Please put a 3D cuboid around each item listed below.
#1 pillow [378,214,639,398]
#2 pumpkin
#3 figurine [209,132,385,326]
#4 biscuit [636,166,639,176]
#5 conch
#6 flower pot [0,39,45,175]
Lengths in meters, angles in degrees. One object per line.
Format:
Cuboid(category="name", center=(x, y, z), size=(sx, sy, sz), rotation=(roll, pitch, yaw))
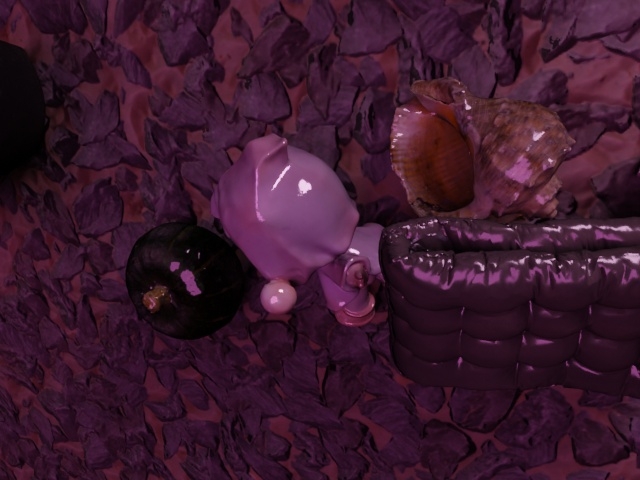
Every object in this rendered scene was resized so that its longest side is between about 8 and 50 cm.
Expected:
Cuboid(category="pillow", center=(0.229, 0.073, 0.418), size=(0.327, 0.101, 0.228), rotation=(-3, 134, 11))
Cuboid(category="pumpkin", center=(-0.185, 0.058, 0.578), size=(0.167, 0.125, 0.167), rotation=(0, 117, 0))
Cuboid(category="figurine", center=(0.000, -0.001, 0.478), size=(0.133, 0.200, 0.276), rotation=(-24, 128, 37))
Cuboid(category="biscuit", center=(0.442, -0.098, 0.377), size=(0.252, 0.070, 0.106), rotation=(-32, 95, 23))
Cuboid(category="conch", center=(0.149, -0.088, 0.432), size=(0.155, 0.130, 0.207), rotation=(-41, 74, -2))
Cuboid(category="flower pot", center=(-0.547, -0.175, 0.539), size=(0.380, 0.251, 0.379), rotation=(4, 109, 12))
